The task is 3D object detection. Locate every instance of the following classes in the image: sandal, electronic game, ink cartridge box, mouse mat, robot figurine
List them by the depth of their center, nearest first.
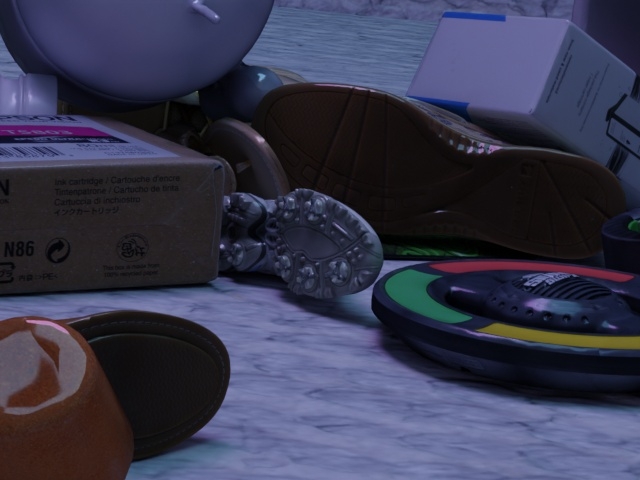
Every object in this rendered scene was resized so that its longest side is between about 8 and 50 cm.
[{"bbox_3d":[0.145,0.045,1.202,0.229,0.048,0.229,4,12,-1],"label":"electronic game"},{"bbox_3d":[-0.209,-0.028,1.319,0.235,0.088,0.193,-3,15,-30],"label":"ink cartridge box"},{"bbox_3d":[-0.099,-0.040,1.511,0.079,0.088,0.240,-32,16,-15],"label":"sandal"},{"bbox_3d":[0.068,-0.008,1.527,0.153,0.007,0.190,2,13,-15],"label":"mouse mat"},{"bbox_3d":[-0.147,-0.203,1.538,0.300,0.200,0.353,42,-9,-10],"label":"robot figurine"},{"bbox_3d":[0.193,-0.095,1.565,0.203,0.086,0.148,31,-12,-38],"label":"ink cartridge box"}]

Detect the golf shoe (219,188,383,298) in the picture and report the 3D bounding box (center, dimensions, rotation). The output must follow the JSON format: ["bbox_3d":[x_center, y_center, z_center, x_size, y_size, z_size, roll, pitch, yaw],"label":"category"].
[{"bbox_3d":[0.000,0.000,1.307,0.086,0.069,0.176,6,5,-36],"label":"golf shoe"}]

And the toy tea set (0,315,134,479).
[{"bbox_3d":[-0.234,0.062,0.840,0.336,0.124,0.200,31,59,27],"label":"toy tea set"}]

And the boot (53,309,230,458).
[{"bbox_3d":[-0.158,0.059,0.973,0.197,0.073,0.152,-1,9,-35],"label":"boot"}]

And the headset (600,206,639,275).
[{"bbox_3d":[0.382,0.018,1.316,0.394,0.185,0.243,-6,8,37],"label":"headset"}]

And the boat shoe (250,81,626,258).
[{"bbox_3d":[0.086,-0.047,1.492,0.285,0.104,0.089,18,4,5],"label":"boat shoe"}]

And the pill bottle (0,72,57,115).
[{"bbox_3d":[-0.305,-0.083,1.462,0.216,0.121,0.121,3,12,-10],"label":"pill bottle"}]

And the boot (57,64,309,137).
[{"bbox_3d":[-0.087,-0.101,1.713,0.262,0.095,0.203,2,13,-26],"label":"boot"}]

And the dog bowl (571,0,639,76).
[{"bbox_3d":[0.346,-0.170,1.625,0.102,0.348,0.349,1,12,-38],"label":"dog bowl"}]
